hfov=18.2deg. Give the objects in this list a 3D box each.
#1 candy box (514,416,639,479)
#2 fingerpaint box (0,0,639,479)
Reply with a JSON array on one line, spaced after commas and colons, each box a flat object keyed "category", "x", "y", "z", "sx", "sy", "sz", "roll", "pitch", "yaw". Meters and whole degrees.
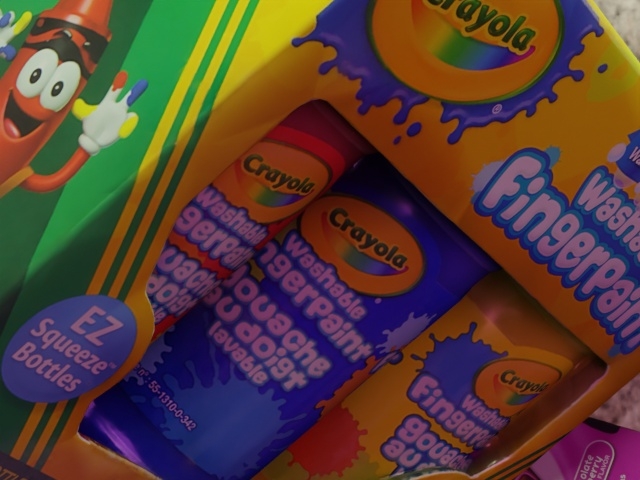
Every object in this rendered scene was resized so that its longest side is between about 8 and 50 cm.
[{"category": "candy box", "x": 0.113, "y": 0.180, "z": 1.261, "sx": 0.159, "sy": 0.233, "sz": 0.071, "roll": -69, "pitch": 153, "yaw": -14}, {"category": "fingerpaint box", "x": 0.000, "y": 0.000, "z": 1.046, "sx": 0.371, "sy": 0.163, "sz": 0.445, "roll": -41, "pitch": 144, "yaw": 6}]
